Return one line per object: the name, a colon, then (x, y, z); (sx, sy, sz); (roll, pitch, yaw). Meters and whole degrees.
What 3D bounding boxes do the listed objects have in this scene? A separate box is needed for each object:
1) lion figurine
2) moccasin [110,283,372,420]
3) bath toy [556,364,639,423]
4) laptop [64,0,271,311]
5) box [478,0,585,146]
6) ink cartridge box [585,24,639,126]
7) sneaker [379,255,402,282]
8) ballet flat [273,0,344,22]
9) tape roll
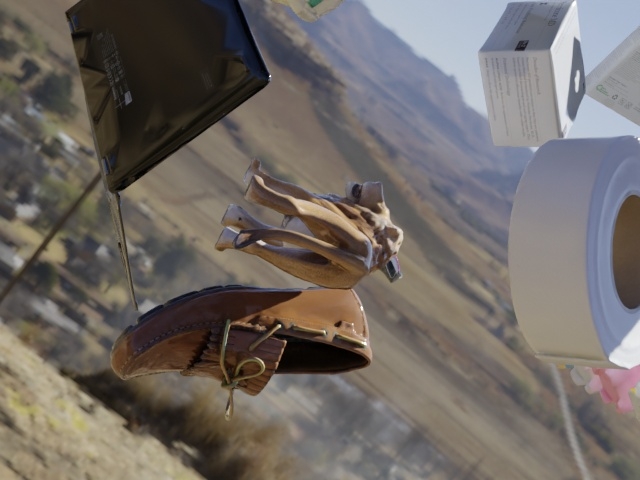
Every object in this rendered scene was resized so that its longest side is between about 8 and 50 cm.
lion figurine: (0.000, 0.000, 1.361); (0.240, 0.142, 0.392); (27, 15, -7)
moccasin: (-0.095, 0.147, 1.430); (0.380, 0.139, 0.147); (2, 55, -41)
bath toy: (0.459, 0.170, 1.584); (0.348, 0.129, 0.151); (-133, -157, -68)
laptop: (-0.225, -0.186, 1.570); (0.236, 0.408, 0.382); (38, 23, -49)
box: (0.347, -0.271, 1.749); (0.119, 0.181, 0.181); (3, -52, 26)
ink cartridge box: (0.641, -0.315, 2.016); (0.223, 0.224, 0.045); (23, 40, -31)
sneaker: (0.078, 0.017, 1.930); (0.178, 0.077, 0.072); (52, -6, 34)
ballet flat: (-0.064, -0.380, 1.334); (0.139, 0.139, 0.400); (32, 14, -37)
tape roll: (0.336, 0.015, 1.318); (0.100, 0.286, 0.286); (1, -16, 36)
